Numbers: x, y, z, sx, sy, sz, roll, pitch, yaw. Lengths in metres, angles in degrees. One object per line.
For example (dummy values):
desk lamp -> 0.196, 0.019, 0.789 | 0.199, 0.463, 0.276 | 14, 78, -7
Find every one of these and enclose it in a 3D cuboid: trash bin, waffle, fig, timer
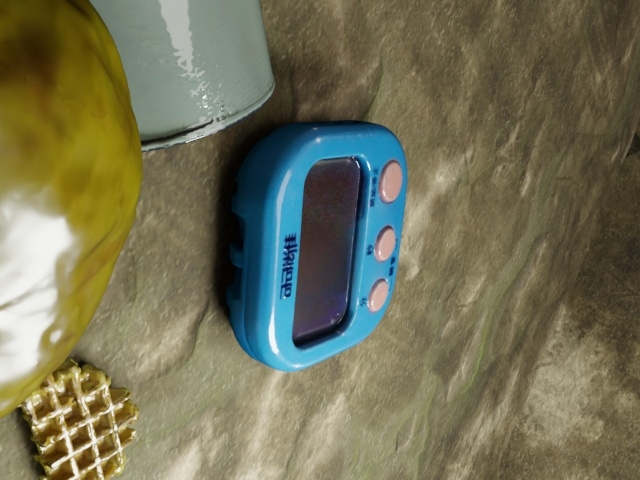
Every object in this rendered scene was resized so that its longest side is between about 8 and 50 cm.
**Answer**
trash bin -> -0.165, -0.235, 0.581 | 0.277, 0.217, 0.262 | -17, 123, -10
waffle -> -0.278, 0.219, 0.761 | 0.160, 0.046, 0.192 | -59, 141, -19
fig -> -0.284, -0.055, 0.406 | 0.343, 0.343, 0.343 | -24, 122, -46
timer -> 0.000, 0.000, 0.976 | 0.309, 0.115, 0.340 | -15, 115, -50
